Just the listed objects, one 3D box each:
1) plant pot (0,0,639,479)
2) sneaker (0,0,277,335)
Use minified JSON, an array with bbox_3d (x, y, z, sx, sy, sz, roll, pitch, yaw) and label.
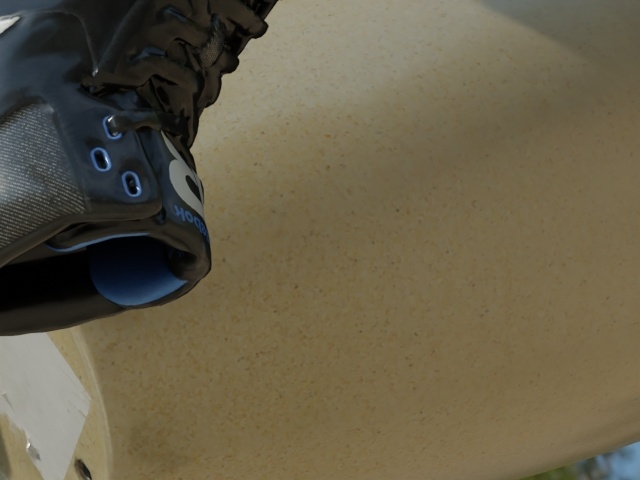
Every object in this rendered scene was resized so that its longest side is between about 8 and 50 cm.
[{"bbox_3d":[0.000,0.000,0.748,0.274,0.256,0.256,-23,-32,-34],"label":"plant pot"},{"bbox_3d":[-0.038,-0.049,0.561,0.217,0.121,0.079,-35,-34,-3],"label":"sneaker"}]
